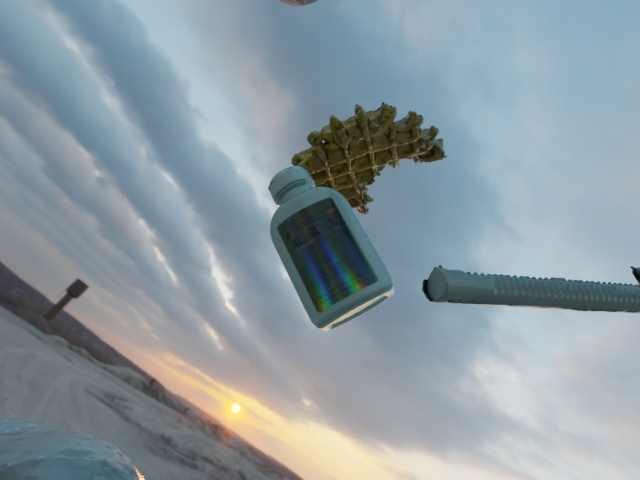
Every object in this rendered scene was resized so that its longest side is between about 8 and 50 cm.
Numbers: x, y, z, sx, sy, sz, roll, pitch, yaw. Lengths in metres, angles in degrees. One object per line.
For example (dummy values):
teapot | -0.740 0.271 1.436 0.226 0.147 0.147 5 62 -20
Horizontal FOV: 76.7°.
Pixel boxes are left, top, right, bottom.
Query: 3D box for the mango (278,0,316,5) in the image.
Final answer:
mango | -0.040 -0.347 0.531 0.078 0.114 0.057 14 -71 42

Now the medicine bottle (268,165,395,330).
medicine bottle | 0.000 0.000 0.570 0.229 0.121 0.083 62 3 22

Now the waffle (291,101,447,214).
waffle | 0.072 -0.138 0.771 0.259 0.069 0.293 11 -36 -37

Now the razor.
razor | 0.156 0.029 0.230 0.211 0.036 0.084 -1 -12 -16

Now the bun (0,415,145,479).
bun | -0.248 0.259 0.204 0.354 0.354 0.194 13 -36 37
